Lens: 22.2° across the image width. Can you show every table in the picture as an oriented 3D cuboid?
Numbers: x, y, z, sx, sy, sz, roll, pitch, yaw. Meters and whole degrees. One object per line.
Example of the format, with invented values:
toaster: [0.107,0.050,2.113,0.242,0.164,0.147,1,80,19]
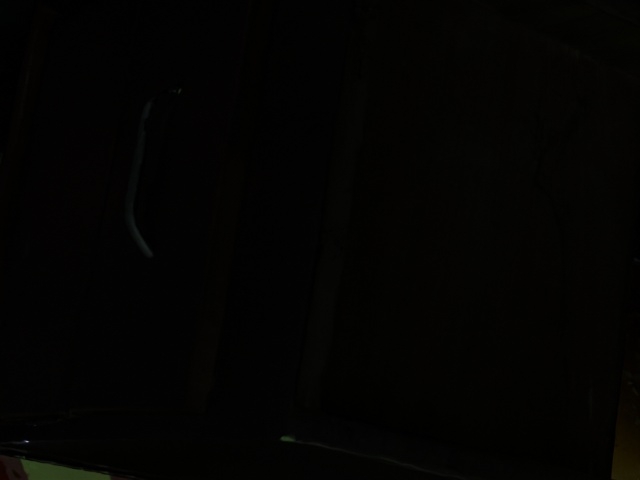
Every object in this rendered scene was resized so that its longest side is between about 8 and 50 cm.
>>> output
table: [0.000,0.000,0.551,0.172,0.169,0.193,17,165,-34]

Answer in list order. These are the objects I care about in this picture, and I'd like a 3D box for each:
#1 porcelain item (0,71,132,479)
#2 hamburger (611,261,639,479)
porcelain item: [-0.136,0.051,0.720,0.253,0.253,0.253,8,167,2]
hamburger: [0.118,0.069,0.787,0.182,0.191,0.118,19,120,-42]
